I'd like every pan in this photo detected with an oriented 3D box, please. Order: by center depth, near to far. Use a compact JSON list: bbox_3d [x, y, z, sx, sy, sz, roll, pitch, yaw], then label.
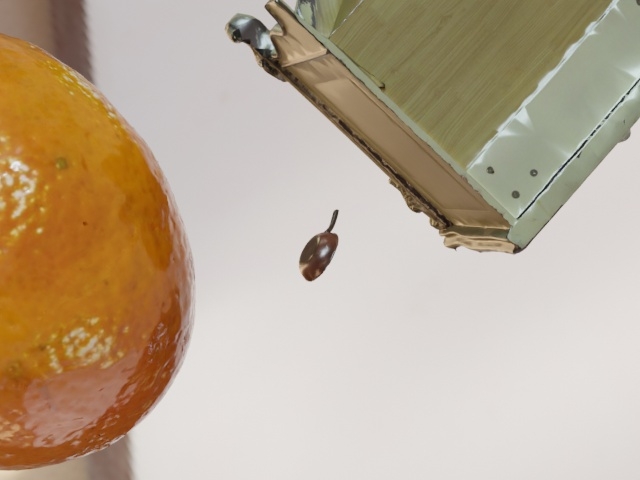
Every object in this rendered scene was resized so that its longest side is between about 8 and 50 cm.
[{"bbox_3d":[0.000,-0.001,2.166,0.023,0.068,0.115,33,46,-17],"label":"pan"}]

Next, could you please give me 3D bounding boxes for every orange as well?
[{"bbox_3d":[-0.317,0.020,1.637,0.326,0.424,0.424,-34,98,-31],"label":"orange"}]

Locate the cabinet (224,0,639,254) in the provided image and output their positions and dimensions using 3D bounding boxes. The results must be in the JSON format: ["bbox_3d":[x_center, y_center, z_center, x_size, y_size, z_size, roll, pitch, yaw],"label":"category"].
[{"bbox_3d":[0.130,-0.197,1.648,0.318,0.290,0.227,43,-7,-10],"label":"cabinet"}]

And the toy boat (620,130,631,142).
[{"bbox_3d":[0.285,-0.211,2.082,0.227,0.155,0.085,31,-5,5],"label":"toy boat"}]
